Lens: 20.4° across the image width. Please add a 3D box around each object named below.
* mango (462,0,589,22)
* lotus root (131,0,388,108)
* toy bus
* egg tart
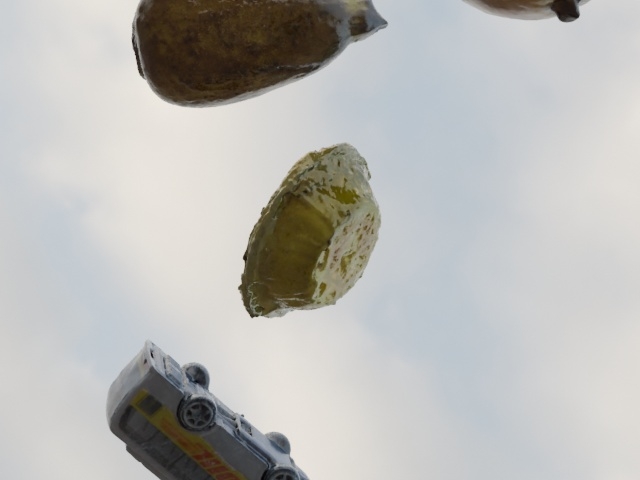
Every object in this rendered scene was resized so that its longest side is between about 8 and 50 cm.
[{"bbox_3d":[0.087,-0.206,0.927,0.227,0.109,0.147,55,-38,44],"label":"mango"},{"bbox_3d":[-0.049,-0.157,1.314,0.190,0.094,0.108,-6,-96,15],"label":"lotus root"},{"bbox_3d":[-0.076,0.157,1.315,0.075,0.064,0.190,-45,-69,10],"label":"toy bus"},{"bbox_3d":[0.000,0.000,0.919,0.039,0.105,0.105,30,-43,26],"label":"egg tart"}]
